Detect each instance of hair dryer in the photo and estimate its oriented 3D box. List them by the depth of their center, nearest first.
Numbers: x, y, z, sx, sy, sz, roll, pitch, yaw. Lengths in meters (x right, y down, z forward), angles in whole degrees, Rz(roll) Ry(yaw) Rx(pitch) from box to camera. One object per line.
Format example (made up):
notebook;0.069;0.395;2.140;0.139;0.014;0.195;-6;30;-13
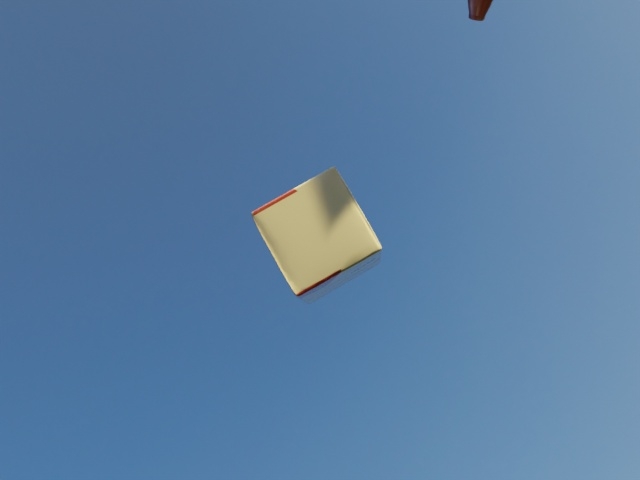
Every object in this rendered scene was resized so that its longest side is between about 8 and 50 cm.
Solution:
hair dryer;0.364;-0.632;1.611;0.080;0.223;0.294;5;-96;4

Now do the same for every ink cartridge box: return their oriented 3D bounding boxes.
ink cartridge box;0.000;0.000;0.997;0.128;0.127;0.176;-30;-10;-1
